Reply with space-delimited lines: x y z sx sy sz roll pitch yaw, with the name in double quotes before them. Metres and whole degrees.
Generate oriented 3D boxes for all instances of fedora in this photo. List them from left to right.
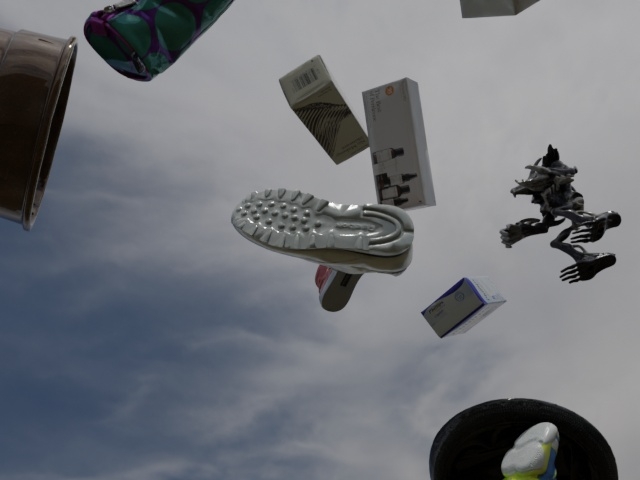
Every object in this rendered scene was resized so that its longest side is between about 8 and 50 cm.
"fedora" 0.382 0.426 1.132 0.334 0.152 0.333 2 -81 14

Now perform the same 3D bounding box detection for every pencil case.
"pencil case" -0.117 -0.200 0.478 0.151 0.064 0.070 -51 -22 -15

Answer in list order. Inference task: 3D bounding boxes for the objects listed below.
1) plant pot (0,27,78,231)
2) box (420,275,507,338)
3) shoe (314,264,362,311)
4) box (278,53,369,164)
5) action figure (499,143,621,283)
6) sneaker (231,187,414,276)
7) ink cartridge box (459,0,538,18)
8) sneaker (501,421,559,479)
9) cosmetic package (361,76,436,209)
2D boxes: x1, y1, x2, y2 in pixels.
"plant pot" -0.296 -0.105 0.459 0.165 0.167 0.167 13 -58 -23
"box" 0.304 0.140 1.234 0.126 0.072 0.137 -46 -27 26
"shoe" 0.045 0.028 0.970 0.064 0.081 0.178 22 -69 -23
"box" 0.018 -0.294 1.355 0.113 0.094 0.275 -29 -30 13
"action figure" 0.382 -0.058 0.987 0.141 0.275 0.164 -5 -59 -3
"sneaker" 0.000 0.000 0.744 0.235 0.090 0.094 12 -28 11
"ink cartridge box" 0.411 -0.541 1.216 0.231 0.134 0.078 -36 -56 -27
"sneaker" 0.363 0.435 0.987 0.126 0.091 0.240 38 -108 -3
"cosmetic package" 0.147 -0.174 1.101 0.099 0.239 0.060 -11 -5 31
